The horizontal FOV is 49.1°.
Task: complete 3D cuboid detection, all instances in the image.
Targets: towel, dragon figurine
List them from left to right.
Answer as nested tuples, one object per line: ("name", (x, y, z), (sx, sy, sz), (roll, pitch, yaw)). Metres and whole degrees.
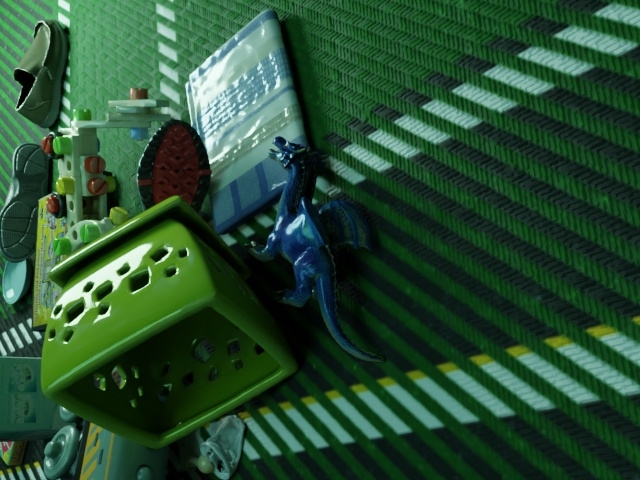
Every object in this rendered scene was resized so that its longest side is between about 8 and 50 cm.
("towel", (-0.107, -0.170, 1.014), (0.209, 0.034, 0.285), (-31, 63, 34))
("dragon figurine", (0.000, 0.000, 0.820), (0.144, 0.085, 0.289), (-56, 50, 29))

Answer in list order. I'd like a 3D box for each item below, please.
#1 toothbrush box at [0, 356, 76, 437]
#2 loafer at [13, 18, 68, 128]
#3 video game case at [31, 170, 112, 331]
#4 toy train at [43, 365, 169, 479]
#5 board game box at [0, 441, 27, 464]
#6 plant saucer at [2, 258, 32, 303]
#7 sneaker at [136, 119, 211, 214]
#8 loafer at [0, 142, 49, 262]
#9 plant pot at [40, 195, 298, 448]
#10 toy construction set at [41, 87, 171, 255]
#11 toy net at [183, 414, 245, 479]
("toothbrush box", (-0.567, 0.275, 1.190), (0.216, 0.296, 0.126), (-22, 67, 39))
("loafer", (-0.612, -0.372, 1.522), (0.094, 0.087, 0.251), (-16, 71, 42))
("video game case", (-0.478, 0.026, 1.341), (0.248, 0.035, 0.274), (-15, 72, 42))
("toy train", (-0.289, 0.293, 0.984), (0.190, 0.142, 0.334), (-32, 41, 31))
("board game box", (-0.668, 0.353, 1.462), (0.259, 0.039, 0.124), (19, 94, 48))
("plant saucer", (-0.650, 0.079, 1.510), (0.119, 0.021, 0.119), (-13, 72, 44))
("sneaker", (-0.229, -0.049, 1.036), (0.125, 0.104, 0.261), (-151, 63, -62))
("loafer", (-0.622, -0.072, 1.482), (0.084, 0.096, 0.267), (143, 132, -57))
("plant pot", (-0.192, 0.092, 0.869), (0.228, 0.227, 0.207), (-29, 51, 6))
("toy construction set", (-0.361, -0.098, 1.164), (0.215, 0.151, 0.327), (8, 87, 44))
("toy net", (-0.169, 0.339, 0.954), (0.232, 0.045, 0.122), (-57, 47, 20))
